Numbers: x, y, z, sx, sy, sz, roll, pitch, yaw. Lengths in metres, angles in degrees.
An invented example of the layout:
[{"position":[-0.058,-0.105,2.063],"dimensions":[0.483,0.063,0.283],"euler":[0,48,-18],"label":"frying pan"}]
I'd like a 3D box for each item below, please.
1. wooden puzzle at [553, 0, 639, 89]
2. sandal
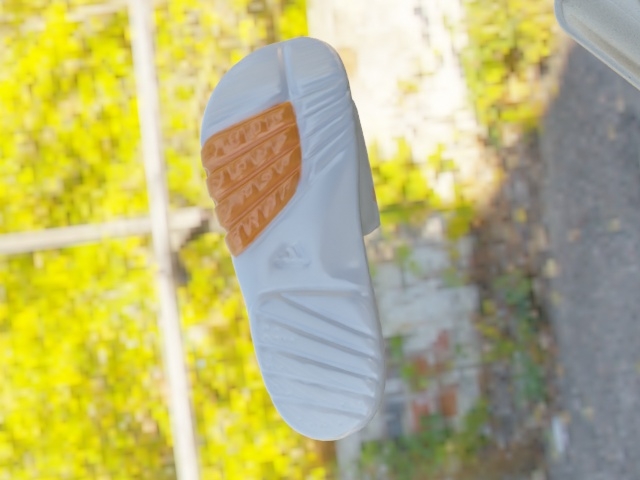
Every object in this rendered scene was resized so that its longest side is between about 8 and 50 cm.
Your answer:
[{"position":[0.377,-0.161,1.339],"dimensions":[0.080,0.322,0.348],"euler":[-58,9,-25],"label":"wooden puzzle"},{"position":[-0.010,0.003,1.162],"dimensions":[0.076,0.102,0.265],"euler":[48,-149,-67],"label":"sandal"}]
